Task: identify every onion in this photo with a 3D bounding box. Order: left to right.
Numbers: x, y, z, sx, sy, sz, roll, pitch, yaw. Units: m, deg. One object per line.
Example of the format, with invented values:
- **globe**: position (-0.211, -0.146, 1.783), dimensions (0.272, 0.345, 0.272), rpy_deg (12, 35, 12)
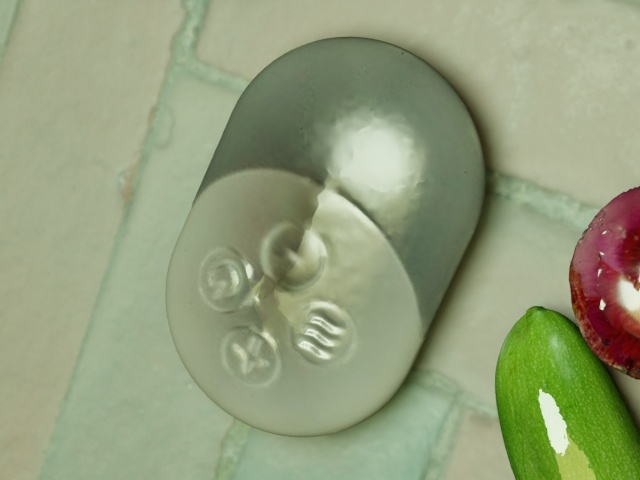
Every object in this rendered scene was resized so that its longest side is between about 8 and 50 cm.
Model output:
- **onion**: position (0.249, 0.030, 1.183), dimensions (0.150, 0.140, 0.150), rpy_deg (-1, 87, 17)

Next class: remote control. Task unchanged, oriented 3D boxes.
- **remote control**: position (0.000, 0.000, 1.299), dimensions (0.221, 0.103, 0.332), rpy_deg (28, 104, 14)

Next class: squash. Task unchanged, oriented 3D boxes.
- **squash**: position (0.231, 0.236, 1.234), dimensions (0.107, 0.107, 0.395), rpy_deg (-28, 87, 22)
